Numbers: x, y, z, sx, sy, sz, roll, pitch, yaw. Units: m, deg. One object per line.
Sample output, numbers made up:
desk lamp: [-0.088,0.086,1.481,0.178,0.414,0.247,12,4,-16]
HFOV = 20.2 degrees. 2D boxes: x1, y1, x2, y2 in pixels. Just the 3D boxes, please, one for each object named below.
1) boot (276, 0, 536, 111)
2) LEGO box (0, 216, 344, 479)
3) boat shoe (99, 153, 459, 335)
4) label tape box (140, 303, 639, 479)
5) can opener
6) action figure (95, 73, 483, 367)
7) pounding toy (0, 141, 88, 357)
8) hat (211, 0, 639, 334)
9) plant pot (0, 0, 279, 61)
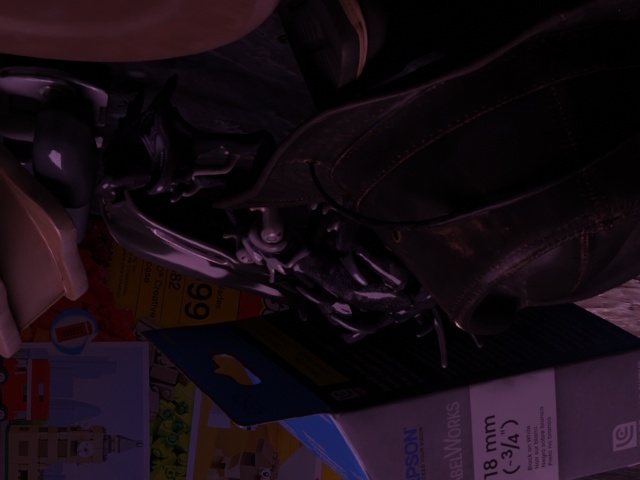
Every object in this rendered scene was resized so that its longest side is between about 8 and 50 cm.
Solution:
boot: [0.050,-0.124,0.871,0.137,0.077,0.198,-22,-176,-2]
LEGO box: [-0.159,0.251,1.585,0.372,0.500,0.193,8,165,-5]
boat shoe: [0.000,0.000,1.343,0.335,0.112,0.095,12,169,-5]
label tape box: [0.055,0.122,1.413,0.334,0.106,0.240,-10,-163,-21]
can opener: [-0.199,-0.043,1.296,0.076,0.095,0.283,9,158,-6]
action figure: [-0.002,-0.024,1.216,0.276,0.141,0.164,29,156,-16]
pounding toy: [-0.300,-0.021,1.218,0.269,0.155,0.154,45,156,5]
hat: [0.108,-0.027,0.941,0.331,0.134,0.331,-24,175,-2]
plant pot: [-0.070,-0.179,0.509,0.263,0.229,0.263,6,166,2]
